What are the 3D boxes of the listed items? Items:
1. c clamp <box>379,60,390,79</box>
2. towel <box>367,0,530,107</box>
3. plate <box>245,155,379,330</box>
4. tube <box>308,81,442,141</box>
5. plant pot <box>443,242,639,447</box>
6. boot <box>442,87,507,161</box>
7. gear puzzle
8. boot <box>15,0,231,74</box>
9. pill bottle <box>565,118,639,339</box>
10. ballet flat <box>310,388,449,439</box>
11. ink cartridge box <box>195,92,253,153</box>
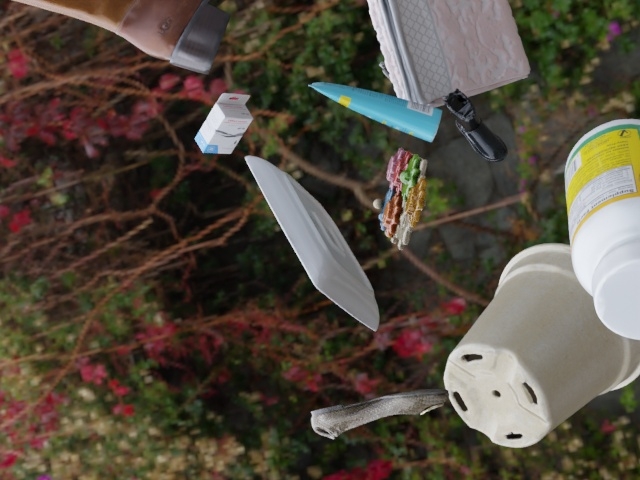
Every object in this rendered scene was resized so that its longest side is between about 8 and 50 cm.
[{"bbox_3d":[0.181,-0.322,2.175,0.160,0.022,0.137,43,-167,4],"label":"c clamp"},{"bbox_3d":[0.209,-0.403,1.761,0.317,0.053,0.332,-23,-83,-38],"label":"towel"},{"bbox_3d":[0.000,0.000,1.728,0.277,0.045,0.278,61,-170,29],"label":"plate"},{"bbox_3d":[0.083,-0.209,1.598,0.080,0.207,0.052,-76,5,-84],"label":"tube"},{"bbox_3d":[0.406,0.221,1.968,0.305,0.334,0.334,-35,-69,-39],"label":"plant pot"},{"bbox_3d":[0.252,-0.188,1.692,0.121,0.045,0.099,50,-179,28],"label":"boot"},{"bbox_3d":[0.146,-0.076,1.908,0.339,0.044,0.175,-119,42,-79],"label":"gear puzzle"},{"bbox_3d":[-0.228,-0.355,1.255,0.096,0.280,0.264,140,150,-71],"label":"boot"},{"bbox_3d":[0.282,-0.011,0.928,0.208,0.117,0.117,-75,-35,-54],"label":"pill bottle"},{"bbox_3d":[0.104,0.300,1.798,0.084,0.250,0.058,27,-129,-75],"label":"ballet flat"},{"bbox_3d":[-0.123,-0.152,1.357,0.048,0.083,0.028,-3,-129,-42],"label":"ink cartridge box"}]
